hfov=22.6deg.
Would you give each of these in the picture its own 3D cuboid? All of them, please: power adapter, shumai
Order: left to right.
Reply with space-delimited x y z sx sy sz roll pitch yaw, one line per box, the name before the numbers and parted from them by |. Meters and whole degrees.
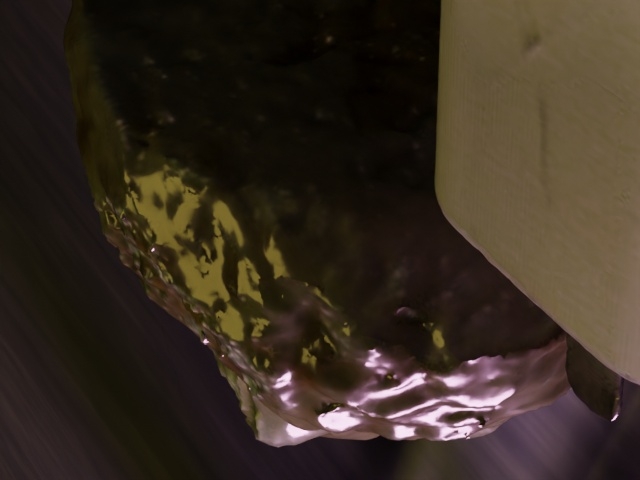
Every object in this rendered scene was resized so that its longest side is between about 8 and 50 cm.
shumai | 0.000 -0.001 0.647 0.218 0.189 0.256 94 154 -50
power adapter | 0.110 -0.031 0.463 0.125 0.130 0.204 44 151 38
